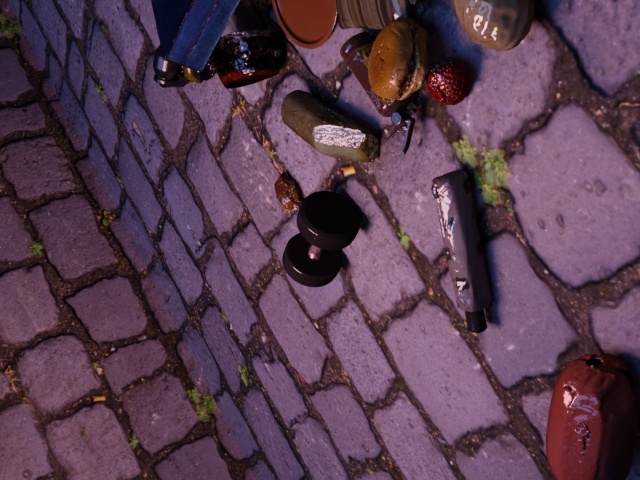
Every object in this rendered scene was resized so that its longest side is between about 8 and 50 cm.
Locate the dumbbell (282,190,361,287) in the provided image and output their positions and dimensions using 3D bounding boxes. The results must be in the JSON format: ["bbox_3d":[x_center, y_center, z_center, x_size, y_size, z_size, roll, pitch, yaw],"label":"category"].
[{"bbox_3d":[0.000,0.000,1.717,0.152,0.152,0.218,51,145,23],"label":"dumbbell"}]

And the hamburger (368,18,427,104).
[{"bbox_3d":[0.144,-0.335,1.303,0.138,0.083,0.147,158,117,-71],"label":"hamburger"}]

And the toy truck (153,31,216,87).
[{"bbox_3d":[-0.395,-0.544,1.941,0.147,0.165,0.224,40,138,37],"label":"toy truck"}]

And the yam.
[{"bbox_3d":[0.017,-0.253,1.589,0.259,0.106,0.106,40,139,38],"label":"yam"}]

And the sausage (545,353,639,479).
[{"bbox_3d":[0.481,0.334,1.230,0.152,0.152,0.280,25,126,47],"label":"sausage"}]

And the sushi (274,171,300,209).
[{"bbox_3d":[-0.084,-0.129,1.848,0.060,0.061,0.118,-32,83,24],"label":"sushi"}]

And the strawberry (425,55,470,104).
[{"bbox_3d":[0.234,-0.291,1.273,0.083,0.083,0.096,25,162,47],"label":"strawberry"}]

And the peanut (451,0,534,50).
[{"bbox_3d":[0.258,-0.449,1.098,0.136,0.120,0.299,1,108,50],"label":"peanut"}]

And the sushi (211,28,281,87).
[{"bbox_3d":[-0.189,-0.459,1.728,0.225,0.136,0.126,3,105,60],"label":"sushi"}]

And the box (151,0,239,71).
[{"bbox_3d":[-0.304,-0.606,1.690,0.261,0.116,0.279,-52,44,36],"label":"box"}]

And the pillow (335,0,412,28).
[{"bbox_3d":[0.094,-0.517,1.354,0.212,0.052,0.208,23,131,48],"label":"pillow"}]

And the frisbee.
[{"bbox_3d":[-0.037,-0.557,1.550,0.250,0.021,0.251,34,135,42],"label":"frisbee"}]

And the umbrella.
[{"bbox_3d":[0.288,0.027,1.390,0.067,0.073,0.338,-149,43,-70],"label":"umbrella"}]

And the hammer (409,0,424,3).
[{"bbox_3d":[0.214,-0.441,1.253,0.110,0.035,0.019,15,122,41],"label":"hammer"}]

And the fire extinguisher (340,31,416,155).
[{"bbox_3d":[0.129,-0.297,1.422,0.252,0.075,0.106,58,151,11],"label":"fire extinguisher"}]
